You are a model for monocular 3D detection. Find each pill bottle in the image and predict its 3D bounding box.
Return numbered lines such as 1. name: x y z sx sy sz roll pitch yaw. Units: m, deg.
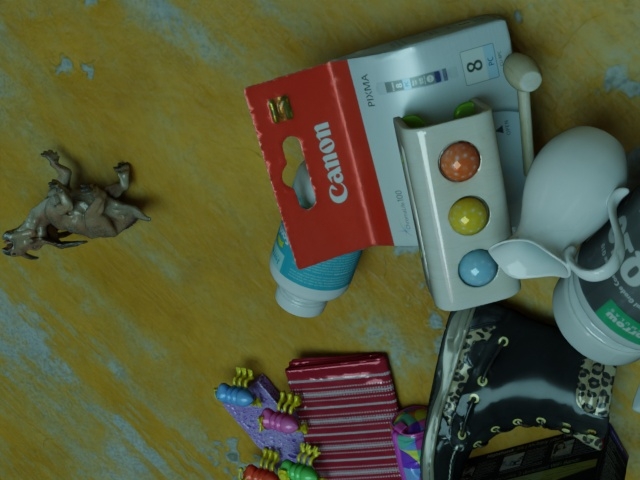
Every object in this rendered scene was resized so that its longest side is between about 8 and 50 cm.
1. pill bottle: 0.475 0.028 1.309 0.204 0.204 0.361 34 148 5
2. pill bottle: 0.000 0.000 1.602 0.146 0.146 0.264 25 122 11

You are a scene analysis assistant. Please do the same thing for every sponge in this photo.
1. sponge: -0.090 0.373 1.904 0.117 0.031 0.210 -35 98 33

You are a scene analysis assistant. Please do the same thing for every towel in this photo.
1. towel: 0.056 0.338 1.803 0.199 0.031 0.275 -8 111 16

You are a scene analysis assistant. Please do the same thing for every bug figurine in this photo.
1. bug figurine: -0.102 0.383 1.836 0.216 0.072 0.279 0 115 40

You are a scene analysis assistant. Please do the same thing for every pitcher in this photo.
1. pitcher: 0.339 -0.042 1.249 0.177 0.207 0.125 15 155 43

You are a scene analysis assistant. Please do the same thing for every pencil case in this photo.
1. pencil case: 0.190 0.424 1.758 0.104 0.104 0.236 -2 111 25

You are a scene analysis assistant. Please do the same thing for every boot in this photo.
1. boot: 0.325 0.292 1.581 0.284 0.138 0.377 11 97 16

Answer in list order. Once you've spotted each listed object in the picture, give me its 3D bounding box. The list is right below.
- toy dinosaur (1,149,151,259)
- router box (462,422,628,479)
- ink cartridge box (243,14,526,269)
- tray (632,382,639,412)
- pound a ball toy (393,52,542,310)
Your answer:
1. toy dinosaur: -0.444 -0.045 1.804 0.295 0.127 0.200 8 126 7
2. router box: 0.347 0.441 1.613 0.309 0.243 0.081 -24 103 33
3. ink cartridge box: 0.114 -0.131 1.416 0.385 0.091 0.308 -17 111 -3
4. tray: 0.596 0.191 1.501 0.145 0.030 0.270 17 121 15
5. pound a ball toy: 0.229 -0.079 1.334 0.208 0.136 0.319 -13 111 -2
